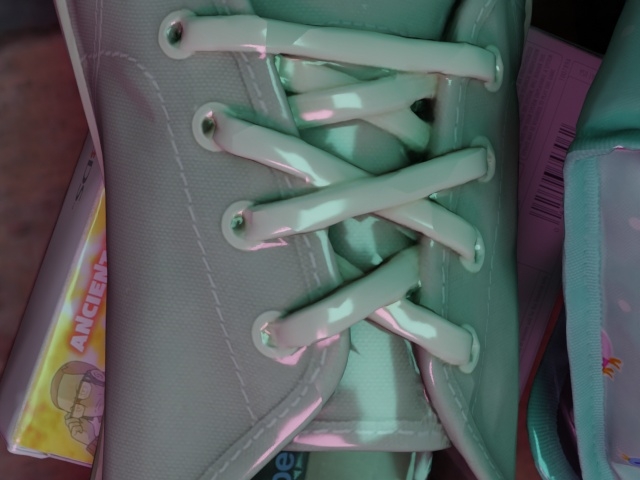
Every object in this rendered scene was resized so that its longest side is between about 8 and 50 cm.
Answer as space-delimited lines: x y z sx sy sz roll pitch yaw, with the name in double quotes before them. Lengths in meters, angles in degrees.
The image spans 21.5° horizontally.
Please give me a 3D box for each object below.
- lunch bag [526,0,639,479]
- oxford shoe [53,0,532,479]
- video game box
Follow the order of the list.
"lunch bag" 0.172 -0.003 0.586 0.262 0.160 0.223 80 29 -48
"oxford shoe" 0.001 -0.018 0.525 0.169 0.130 0.449 1 97 -20
"video game box" 0.000 0.000 0.620 0.187 0.048 0.205 19 91 -26
